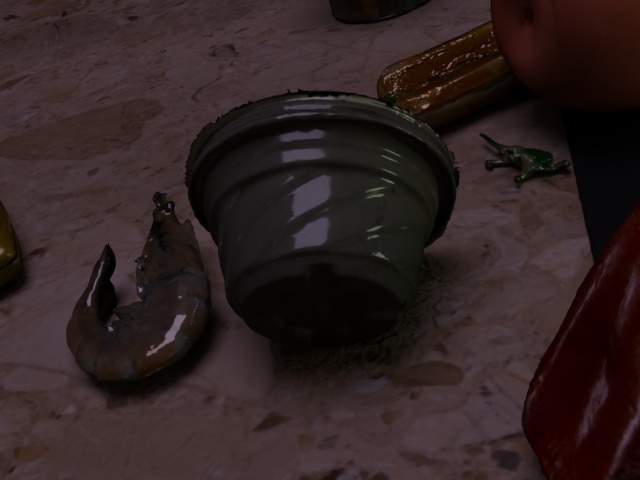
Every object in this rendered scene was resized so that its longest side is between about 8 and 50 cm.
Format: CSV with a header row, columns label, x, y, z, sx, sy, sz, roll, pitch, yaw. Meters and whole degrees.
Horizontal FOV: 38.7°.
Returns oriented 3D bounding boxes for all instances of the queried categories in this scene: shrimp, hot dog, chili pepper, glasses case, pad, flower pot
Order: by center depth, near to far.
label,x,y,z,sx,sy,sz,roll,pitch,yaw
chili pepper,0.196,0.050,0.518,0.136,0.253,0.144,32,47,29
flower pot,0.000,0.000,0.743,0.235,0.235,0.140,-8,58,15
pad,0.340,-0.074,0.850,0.202,0.005,0.300,-10,33,14
shrimp,-0.176,0.050,0.873,0.145,0.059,0.254,-29,37,1
hot dog,0.171,-0.189,1.050,0.250,0.076,0.104,-29,53,-11
glasses case,-0.396,-0.009,1.055,0.079,0.064,0.234,-29,34,-14

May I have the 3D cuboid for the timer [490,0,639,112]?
label,x,y,z,sx,sy,sz,roll,pitch,yaw
timer,0.293,-0.244,0.911,0.215,0.230,0.229,-16,31,-13

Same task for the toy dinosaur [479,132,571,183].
label,x,y,z,sx,sy,sz,roll,pitch,yaw
toy dinosaur,0.202,-0.087,0.926,0.060,0.029,0.119,-11,24,-18

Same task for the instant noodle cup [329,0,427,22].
label,x,y,z,sx,sy,sz,roll,pitch,yaw
instant noodle cup,0.075,-0.458,1.369,0.217,0.207,0.217,-12,32,8
